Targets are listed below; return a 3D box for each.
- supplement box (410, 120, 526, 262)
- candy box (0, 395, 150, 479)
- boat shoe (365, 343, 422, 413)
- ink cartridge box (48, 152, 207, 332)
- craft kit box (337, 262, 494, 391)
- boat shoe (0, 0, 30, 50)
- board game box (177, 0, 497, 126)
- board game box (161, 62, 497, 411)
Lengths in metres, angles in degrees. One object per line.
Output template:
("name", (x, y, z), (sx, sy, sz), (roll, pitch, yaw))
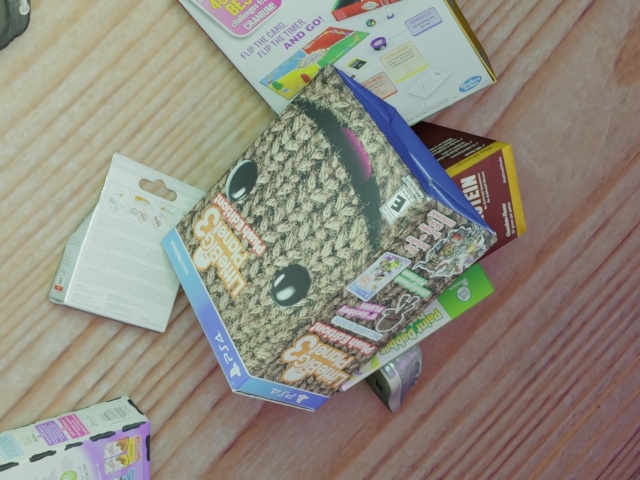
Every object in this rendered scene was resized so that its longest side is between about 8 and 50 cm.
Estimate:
("supplement box", (0.121, -0.048, 1.270), (0.191, 0.194, 0.129), (-30, 120, -24))
("candy box", (-0.308, 0.296, 1.196), (0.196, 0.070, 0.165), (-13, 119, -35))
("boat shoe", (0.111, 0.187, 1.411), (0.081, 0.079, 0.227), (-35, 165, -9))
("ink cartridge box", (-0.221, 0.005, 1.152), (0.145, 0.045, 0.179), (24, 78, -43))
("craft kit box", (0.067, 0.121, 1.303), (0.250, 0.246, 0.061), (-30, 94, -25))
("boat shoe", (-0.317, -0.322, 0.858), (0.095, 0.112, 0.335), (-33, 137, -45))
("board game box", (0.023, -0.241, 1.108), (0.242, 0.064, 0.316), (-25, 136, 18))
("board game box", (0.000, 0.000, 1.087), (0.291, 0.232, 0.141), (-46, 141, 17))
